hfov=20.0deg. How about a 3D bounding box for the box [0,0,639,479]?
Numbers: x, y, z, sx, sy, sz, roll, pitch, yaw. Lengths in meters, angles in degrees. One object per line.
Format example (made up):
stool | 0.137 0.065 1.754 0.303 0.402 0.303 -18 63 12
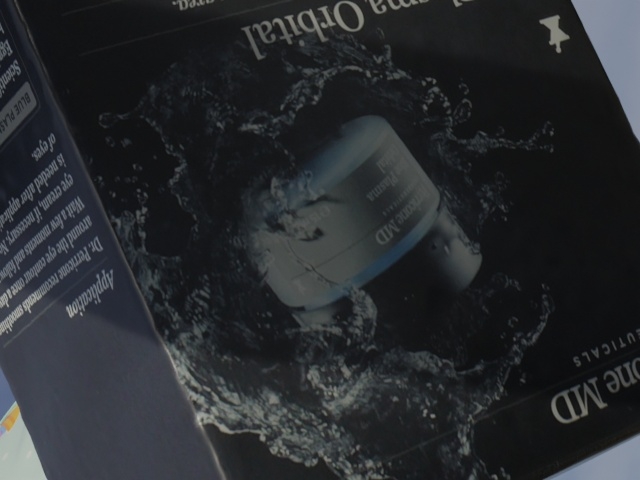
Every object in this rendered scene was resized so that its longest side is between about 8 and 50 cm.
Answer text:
box | 0.000 0.000 0.467 0.156 0.158 0.093 -20 -8 -33

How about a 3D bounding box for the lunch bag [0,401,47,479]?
lunch bag | -0.087 0.158 0.959 0.160 0.262 0.223 4 -45 -42
